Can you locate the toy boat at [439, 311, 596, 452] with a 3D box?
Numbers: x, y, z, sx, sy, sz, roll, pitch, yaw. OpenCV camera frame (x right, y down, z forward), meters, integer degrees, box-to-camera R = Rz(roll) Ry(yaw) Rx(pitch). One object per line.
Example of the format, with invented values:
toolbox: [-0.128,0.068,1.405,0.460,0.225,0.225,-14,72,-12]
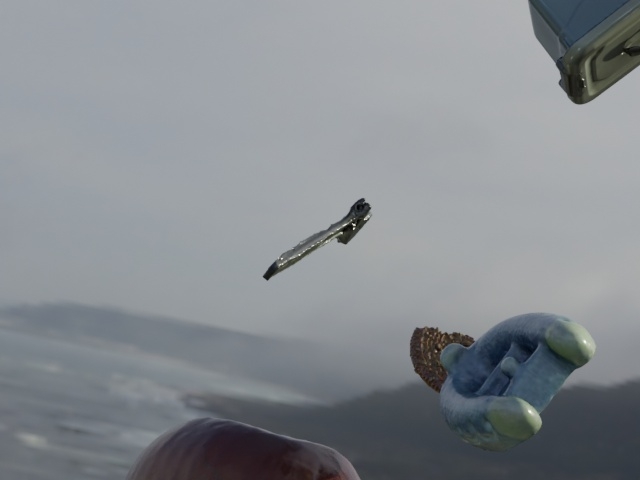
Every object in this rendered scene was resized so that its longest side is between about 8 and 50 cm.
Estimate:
toy boat: [0.248,0.179,2.257,0.123,0.215,0.330,37,-8,-5]

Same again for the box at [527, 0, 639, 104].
box: [0.350,-0.272,1.889,0.130,0.227,0.162,52,-1,20]

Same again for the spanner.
spanner: [0.000,0.000,2.344,0.026,0.093,0.325,43,30,10]

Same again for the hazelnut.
hazelnut: [-0.116,0.445,2.393,0.359,0.359,0.409,15,-8,-41]

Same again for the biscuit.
biscuit: [0.228,0.197,2.506,0.206,0.126,0.025,17,-44,12]
